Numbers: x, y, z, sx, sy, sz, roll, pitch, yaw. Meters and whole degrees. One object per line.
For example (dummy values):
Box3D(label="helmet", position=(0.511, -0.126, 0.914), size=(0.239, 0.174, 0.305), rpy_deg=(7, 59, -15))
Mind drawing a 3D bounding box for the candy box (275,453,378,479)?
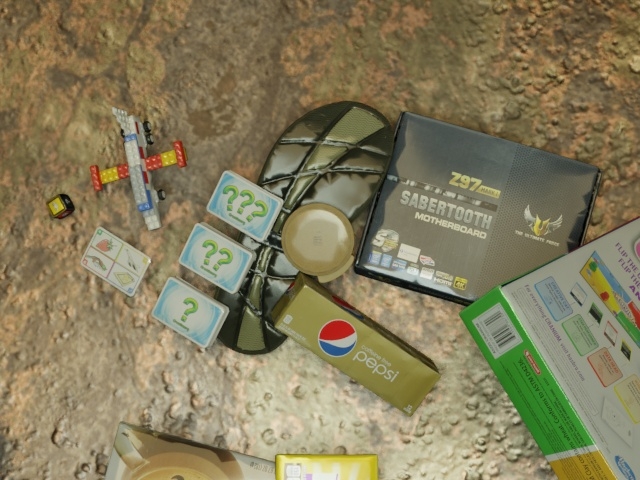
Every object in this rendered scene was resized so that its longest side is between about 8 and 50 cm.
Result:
Box3D(label="candy box", position=(0.006, 0.317, 1.829), size=(0.105, 0.027, 0.206), rpy_deg=(0, 82, -4))

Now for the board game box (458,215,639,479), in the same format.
Box3D(label="board game box", position=(0.311, 0.117, 1.861), size=(0.316, 0.064, 0.242), rpy_deg=(-21, 78, -47))

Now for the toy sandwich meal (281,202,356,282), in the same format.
Box3D(label="toy sandwich meal", position=(0.000, 0.000, 1.923), size=(0.085, 0.029, 0.086), rpy_deg=(1, 98, 4))

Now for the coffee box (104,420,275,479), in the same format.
Box3D(label="coffee box", position=(-0.084, 0.308, 1.905), size=(0.297, 0.119, 0.168), rpy_deg=(15, 81, 2))

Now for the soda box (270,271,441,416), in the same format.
Box3D(label="soda box", position=(0.037, 0.110, 1.933), size=(0.181, 0.061, 0.058), rpy_deg=(34, 98, -12))

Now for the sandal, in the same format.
Box3D(label="sandal", position=(-0.029, -0.019, 1.980), size=(0.120, 0.086, 0.303), rpy_deg=(31, 97, -1))

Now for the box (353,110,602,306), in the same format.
Box3D(label="box", position=(0.171, -0.021, 1.985), size=(0.232, 0.059, 0.183), rpy_deg=(17, 81, 2))

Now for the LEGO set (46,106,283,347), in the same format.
Box3D(label="LEGO set", position=(-0.183, -0.022, 1.954), size=(0.244, 0.060, 0.182), rpy_deg=(31, 100, 20))
